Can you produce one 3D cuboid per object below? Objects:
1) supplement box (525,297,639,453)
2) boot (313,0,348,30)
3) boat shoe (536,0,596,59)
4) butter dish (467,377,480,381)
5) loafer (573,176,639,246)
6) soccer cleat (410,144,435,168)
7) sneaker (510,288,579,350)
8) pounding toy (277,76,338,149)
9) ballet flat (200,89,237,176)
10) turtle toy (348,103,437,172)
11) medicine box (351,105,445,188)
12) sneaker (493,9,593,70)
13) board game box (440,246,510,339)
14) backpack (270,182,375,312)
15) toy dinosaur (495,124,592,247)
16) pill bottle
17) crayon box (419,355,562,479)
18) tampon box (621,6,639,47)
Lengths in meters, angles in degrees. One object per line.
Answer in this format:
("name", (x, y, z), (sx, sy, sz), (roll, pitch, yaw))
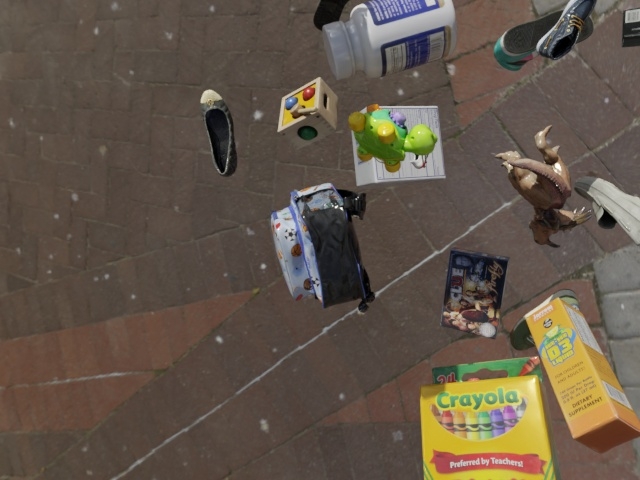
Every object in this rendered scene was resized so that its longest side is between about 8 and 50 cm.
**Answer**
("supplement box", (0.408, 0.205, 0.812), (0.080, 0.233, 0.078), (32, 122, -21))
("boot", (0.044, -0.565, 1.091), (0.198, 0.077, 0.136), (-37, 35, 56))
("boat shoe", (0.627, -0.530, 1.273), (0.065, 0.083, 0.183), (28, 115, -19))
("butter dish", (0.452, 0.459, 1.480), (0.160, 0.160, 0.118), (138, 130, -66))
("loafer", (0.818, -0.090, 1.445), (0.112, 0.319, 0.111), (34, 105, -23))
("soccer cleat", (0.212, -0.188, 1.061), (0.029, 0.036, 0.083), (0, 64, 64))
("sneaker", (0.494, 0.195, 1.129), (0.064, 0.086, 0.192), (29, 121, -8))
("pounding toy", (-0.028, -0.278, 1.118), (0.130, 0.100, 0.141), (-20, 50, 32))
("ballet flat", (-0.198, -0.211, 1.013), (0.058, 0.049, 0.173), (-12, 100, 2))
("turtle toy", (0.103, -0.150, 0.739), (0.130, 0.095, 0.066), (27, 71, 26))
("medicine box", (0.276, -0.330, 1.821), (0.149, 0.290, 0.263), (173, 91, -68))
("sneaker", (0.670, -0.613, 1.595), (0.296, 0.178, 0.123), (-13, 93, -6))
("board game box", (0.451, 0.153, 1.504), (0.165, 0.042, 0.243), (11, 107, 27))
("backpack", (0.000, 0.000, 1.157), (0.213, 0.263, 0.276), (-7, 114, 1))
("toy dinosaur", (0.453, -0.098, 1.018), (0.127, 0.296, 0.200), (-25, 73, 21))
("pill bottle", (0.103, -0.315, 0.790), (0.187, 0.112, 0.111), (-16, 88, -1))
("crayon box", (0.272, 0.343, 0.831), (0.202, 0.081, 0.318), (-15, 55, 26))
("tampon box", (0.937, -0.602, 1.422), (0.121, 0.161, 0.101), (17, 122, 51))
